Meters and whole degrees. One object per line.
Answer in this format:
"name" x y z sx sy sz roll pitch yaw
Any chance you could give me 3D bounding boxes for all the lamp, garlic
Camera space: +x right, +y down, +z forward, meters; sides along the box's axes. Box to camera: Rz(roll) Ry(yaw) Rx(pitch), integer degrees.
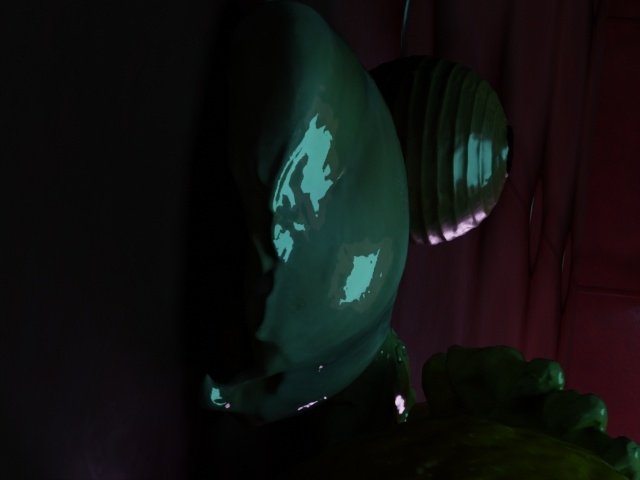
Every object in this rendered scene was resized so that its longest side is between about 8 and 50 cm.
"lamp" 0.071 -0.063 1.259 0.136 0.136 0.136 5 90 -77
"garlic" 0.000 0.000 1.044 0.217 0.110 0.228 66 32 -71

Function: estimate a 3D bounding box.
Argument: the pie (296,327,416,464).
"pie" 0.033 0.200 1.337 0.306 0.071 0.306 7 90 -77

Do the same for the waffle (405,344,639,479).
"waffle" 0.140 0.190 1.190 0.261 0.056 0.250 26 -59 58

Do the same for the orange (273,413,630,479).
"orange" 0.080 0.270 0.966 0.341 0.293 0.340 -24 126 -37
